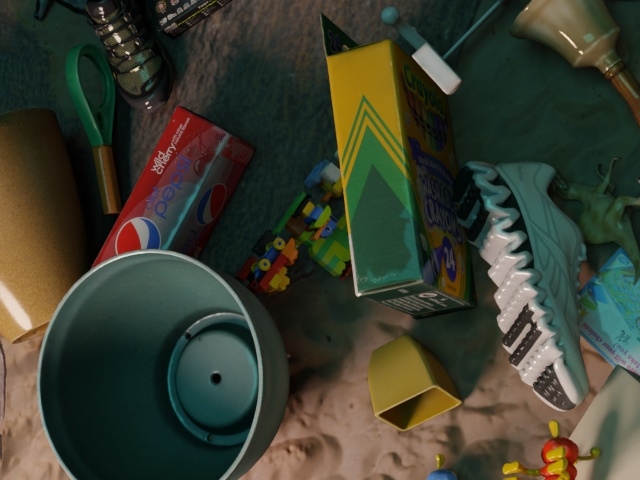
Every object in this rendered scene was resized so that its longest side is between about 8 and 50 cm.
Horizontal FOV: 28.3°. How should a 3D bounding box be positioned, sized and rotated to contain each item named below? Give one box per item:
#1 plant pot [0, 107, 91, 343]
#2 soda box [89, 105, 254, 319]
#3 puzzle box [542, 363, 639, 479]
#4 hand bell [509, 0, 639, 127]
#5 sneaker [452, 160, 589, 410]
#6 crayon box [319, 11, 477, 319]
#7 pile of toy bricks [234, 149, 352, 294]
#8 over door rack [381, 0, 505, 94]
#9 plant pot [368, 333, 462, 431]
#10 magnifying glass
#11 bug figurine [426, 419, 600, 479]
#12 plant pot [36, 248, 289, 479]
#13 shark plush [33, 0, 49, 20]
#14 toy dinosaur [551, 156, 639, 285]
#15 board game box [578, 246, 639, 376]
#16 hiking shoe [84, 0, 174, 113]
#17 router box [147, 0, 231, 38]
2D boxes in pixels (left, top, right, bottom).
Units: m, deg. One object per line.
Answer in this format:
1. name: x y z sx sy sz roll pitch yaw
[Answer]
1. plant pot: -0.397 -0.005 1.637 0.237 0.237 0.254 -28 86 17
2. soda box: -0.191 -0.030 1.608 0.092 0.083 0.263 30 92 25
3. puzzle box: 0.260 0.349 1.248 0.409 0.052 0.272 -59 20 9
4. hand bell: 0.335 -0.182 1.412 0.126 0.126 0.242 -40 79 12
5. sneaker: 0.243 0.038 1.374 0.118 0.110 0.292 -10 70 -18
6. crayon box: 0.091 -0.087 1.430 0.083 0.203 0.323 -13 75 21
7. pile of toy bricks: 0.000 0.000 1.515 0.105 0.118 0.212 39 68 -11
8. over door rack: 0.183 -0.290 1.371 0.108 0.324 0.239 44 101 -7
9. plant pot: 0.100 0.157 1.450 0.081 0.081 0.083 -29 59 16
10. magnifying glass: -0.293 -0.148 1.683 0.026 0.092 0.231 -10 86 22
11. bug figurine: 0.178 0.309 1.321 0.279 0.072 0.216 -28 44 51
12. plant pot: -0.155 0.162 1.490 0.293 0.196 0.293 -2 84 24
13. shark plush: -0.354 -0.377 1.766 0.067 0.073 0.161 35 90 -5
14. toy dinosaur: 0.328 -0.029 1.400 0.092 0.053 0.183 -48 48 15
15. board game box: 0.349 0.096 1.379 0.103 0.026 0.154 -47 66 9
16. hiking shoe: -0.268 -0.272 1.671 0.086 0.114 0.227 -28 70 17
17. router box: -0.174 -0.340 1.685 0.122 0.038 0.092 -30 69 16
